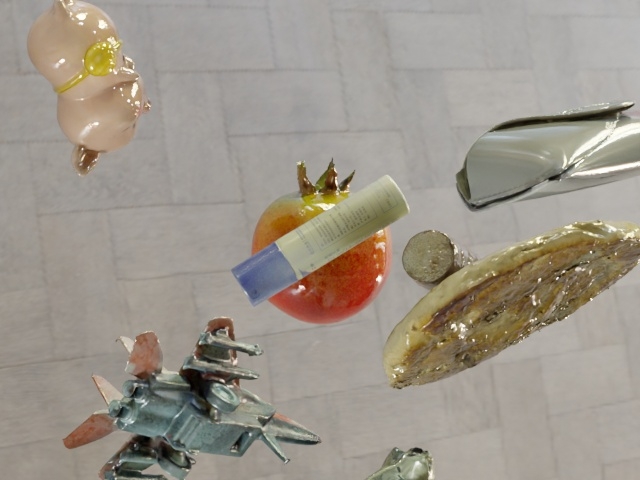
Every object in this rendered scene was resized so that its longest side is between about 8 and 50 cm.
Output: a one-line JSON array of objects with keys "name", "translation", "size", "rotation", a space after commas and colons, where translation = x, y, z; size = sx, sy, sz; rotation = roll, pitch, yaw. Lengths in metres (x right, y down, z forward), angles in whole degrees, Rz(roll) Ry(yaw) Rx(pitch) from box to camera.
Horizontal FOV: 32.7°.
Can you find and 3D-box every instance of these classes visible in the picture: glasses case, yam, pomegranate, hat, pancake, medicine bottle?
[{"name": "glasses case", "translation": [0.280, -0.099, 1.114], "size": [0.308, 0.128, 0.083], "rotation": [-14, 94, -38]}, {"name": "yam", "translation": [0.161, 0.035, 1.395], "size": [0.127, 0.084, 0.084], "rotation": [35, 62, -56]}, {"name": "pomegranate", "translation": [0.002, 0.001, 1.670], "size": [0.221, 0.221, 0.256], "rotation": [-11, 103, -29]}, {"name": "hat", "translation": [0.085, 0.329, 1.314], "size": [0.081, 0.122, 0.166], "rotation": [33, 76, -28]}, {"name": "pancake", "translation": [0.229, 0.080, 1.326], "size": [0.356, 0.356, 0.065], "rotation": [-16, 62, -30]}, {"name": "medicine bottle", "translation": [0.000, 0.000, 1.367], "size": [0.231, 0.059, 0.059], "rotation": [-31, 97, -5]}]

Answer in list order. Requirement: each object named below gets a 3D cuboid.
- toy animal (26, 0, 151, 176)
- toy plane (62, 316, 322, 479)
[{"name": "toy animal", "translation": [-0.330, -0.237, 1.553], "size": [0.149, 0.165, 0.248], "rotation": [-6, 123, 5]}, {"name": "toy plane", "translation": [-0.102, 0.191, 1.152], "size": [0.326, 0.104, 0.223], "rotation": [27, 105, -38]}]
